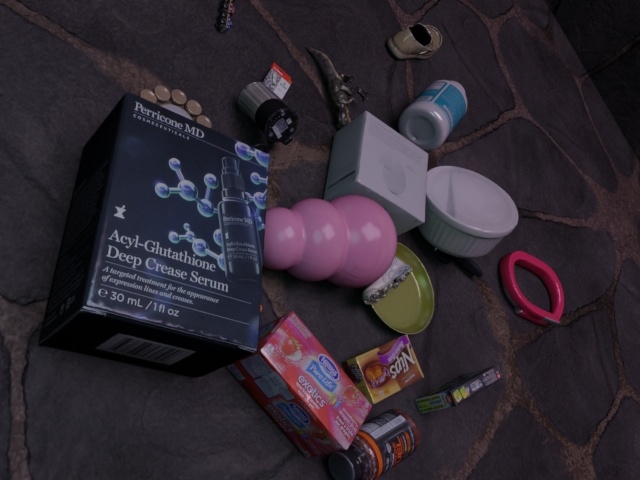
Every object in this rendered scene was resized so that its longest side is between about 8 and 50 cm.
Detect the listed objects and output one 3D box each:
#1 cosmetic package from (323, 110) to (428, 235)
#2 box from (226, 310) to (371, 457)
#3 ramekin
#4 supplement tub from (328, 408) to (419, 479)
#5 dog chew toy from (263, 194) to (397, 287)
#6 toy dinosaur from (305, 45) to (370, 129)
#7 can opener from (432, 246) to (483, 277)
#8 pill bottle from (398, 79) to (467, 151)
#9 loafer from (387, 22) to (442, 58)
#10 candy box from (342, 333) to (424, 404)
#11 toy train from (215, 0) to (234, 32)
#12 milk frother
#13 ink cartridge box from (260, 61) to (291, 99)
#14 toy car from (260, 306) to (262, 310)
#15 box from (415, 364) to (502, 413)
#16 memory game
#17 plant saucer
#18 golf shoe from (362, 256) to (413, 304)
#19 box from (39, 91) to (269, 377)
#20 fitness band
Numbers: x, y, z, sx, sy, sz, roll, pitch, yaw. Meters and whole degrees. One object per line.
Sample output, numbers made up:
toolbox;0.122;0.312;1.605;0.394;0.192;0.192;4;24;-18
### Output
cosmetic package;0.143;-0.159;1.621;0.224;0.138;0.225;29;54;-28
box;-0.039;0.281;1.247;0.257;0.128;0.122;51;46;-9
ramekin;0.377;-0.070;1.732;0.272;0.127;0.273;13;41;-11
supplement tub;0.107;0.426;1.320;0.197;0.106;0.106;-15;80;-44
dog chew toy;0.000;0.000;1.381;0.331;0.206;0.207;2;68;-33
toy dinosaur;0.058;-0.411;1.731;0.118;0.064;0.268;-11;73;-37
can opener;0.385;0.044;1.803;0.186;0.073;0.059;35;11;-27
pill bottle;0.342;-0.379;1.902;0.146;0.146;0.264;51;46;-9
loafer;0.319;-0.635;2.047;0.268;0.092;0.102;-31;91;-46
candy box;0.144;0.292;1.457;0.186;0.053;0.109;-13;78;-43
toy train;-0.228;-0.566;1.578;0.036;0.027;0.158;32;50;-40
milk frother;-0.142;-0.261;1.458;0.143;0.129;0.135;-27;49;-18
ink cartridge box;-0.106;-0.395;1.596;0.063;0.029;0.115;39;49;-19
toy car;-0.154;0.106;1.294;0.060;0.040;0.122;-26;88;-45
box;0.334;0.356;1.549;0.207;0.114;0.036;-12;77;-45
memory game;-0.306;-0.241;1.354;0.186;0.012;0.186;20;57;-34
plant saucer;0.184;0.117;1.591;0.241;0.037;0.241;19;59;-34
golf shoe;0.136;0.087;1.507;0.086;0.069;0.176;45;40;13
box;-0.271;0.002;1.123;0.293;0.212;0.396;20;56;-33
fitness band;0.653;0.148;1.984;0.290;0.054;0.209;24;52;-32
